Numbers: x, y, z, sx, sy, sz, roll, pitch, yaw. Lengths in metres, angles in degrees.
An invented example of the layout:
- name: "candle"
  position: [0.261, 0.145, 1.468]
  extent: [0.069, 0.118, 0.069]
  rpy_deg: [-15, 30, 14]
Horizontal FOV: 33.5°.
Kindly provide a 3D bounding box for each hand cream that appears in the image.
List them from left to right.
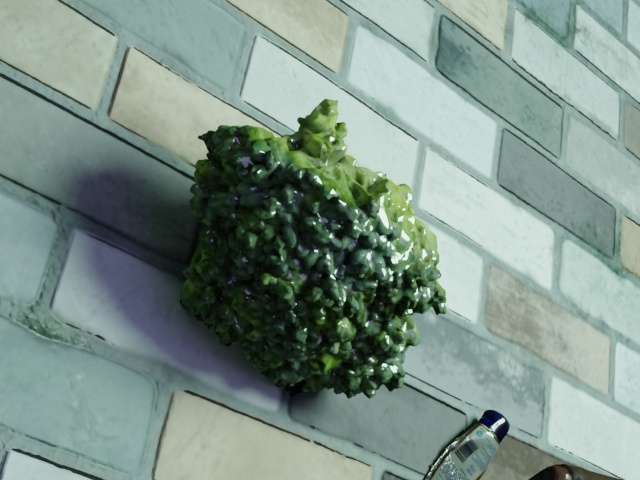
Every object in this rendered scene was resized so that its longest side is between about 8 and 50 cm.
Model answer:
- name: "hand cream"
  position: [0.155, 0.251, 1.159]
  extent: [0.163, 0.039, 0.062]
  rpy_deg: [-46, 110, -36]

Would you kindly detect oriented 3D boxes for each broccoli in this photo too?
- name: "broccoli"
  position: [0.000, 0.000, 0.991]
  extent: [0.248, 0.288, 0.245]
  rpy_deg: [11, 45, 0]

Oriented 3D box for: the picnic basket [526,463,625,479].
- name: "picnic basket"
  position: [0.216, 0.325, 1.020]
  extent: [0.129, 0.297, 0.222]
  rpy_deg: [29, 53, -3]
